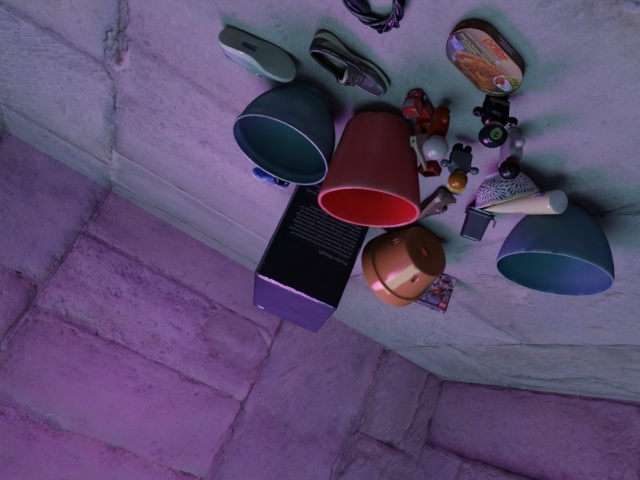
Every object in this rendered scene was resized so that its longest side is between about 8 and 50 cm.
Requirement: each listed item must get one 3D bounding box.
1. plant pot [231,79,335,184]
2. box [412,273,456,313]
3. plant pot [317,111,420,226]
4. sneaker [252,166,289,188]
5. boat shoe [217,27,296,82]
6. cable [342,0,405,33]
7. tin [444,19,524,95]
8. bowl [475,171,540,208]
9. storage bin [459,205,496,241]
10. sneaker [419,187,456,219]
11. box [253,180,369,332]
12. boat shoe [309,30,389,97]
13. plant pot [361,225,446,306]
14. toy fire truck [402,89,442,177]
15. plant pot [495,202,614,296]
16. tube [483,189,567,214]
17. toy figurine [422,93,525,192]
[{"bbox_3d":[-0.078,-0.325,1.322,0.292,0.196,0.293,21,158,9],"label":"plant pot"},{"bbox_3d":[0.446,0.194,1.988,0.233,0.159,0.044,22,158,7],"label":"box"},{"bbox_3d":[0.146,-0.195,1.263,0.274,0.243,0.275,9,164,3],"label":"plant pot"},{"bbox_3d":[-0.186,-0.250,1.788,0.152,0.058,0.084,26,164,-14],"label":"sneaker"},{"bbox_3d":[-0.166,-0.483,1.237,0.227,0.079,0.081,30,167,2],"label":"boat shoe"},{"bbox_3d":[0.101,-0.499,0.939,0.150,0.047,0.184,18,158,18],"label":"cable"},{"bbox_3d":[0.345,-0.379,0.968,0.189,0.040,0.106,34,160,-22],"label":"tin"},{"bbox_3d":[0.489,-0.146,1.243,0.170,0.170,0.080,-17,90,59],"label":"bowl"},{"bbox_3d":[0.483,-0.045,1.434,0.098,0.091,0.135,21,-175,10],"label":"storage bin"},{"bbox_3d":[0.373,-0.104,1.518,0.071,0.066,0.188,26,159,-4],"label":"sneaker"},{"bbox_3d":[-0.026,0.039,1.721,0.297,0.472,0.480,25,159,1],"label":"box"},{"bbox_3d":[0.066,-0.413,1.133,0.223,0.074,0.080,33,157,-17],"label":"boat shoe"},{"bbox_3d":[0.328,0.079,1.737,0.290,0.291,0.203,33,141,-18],"label":"plant pot"},{"bbox_3d":[0.259,-0.267,1.177,0.047,0.135,0.192,1,148,45],"label":"toy fire truck"},{"bbox_3d":[0.654,0.010,1.286,0.290,0.196,0.290,17,161,6],"label":"plant pot"},{"bbox_3d":[0.560,-0.097,1.271,0.070,0.062,0.240,34,170,-16],"label":"tube"},{"bbox_3d":[0.368,-0.224,1.103,0.213,0.148,0.209,-8,143,35],"label":"toy figurine"}]
